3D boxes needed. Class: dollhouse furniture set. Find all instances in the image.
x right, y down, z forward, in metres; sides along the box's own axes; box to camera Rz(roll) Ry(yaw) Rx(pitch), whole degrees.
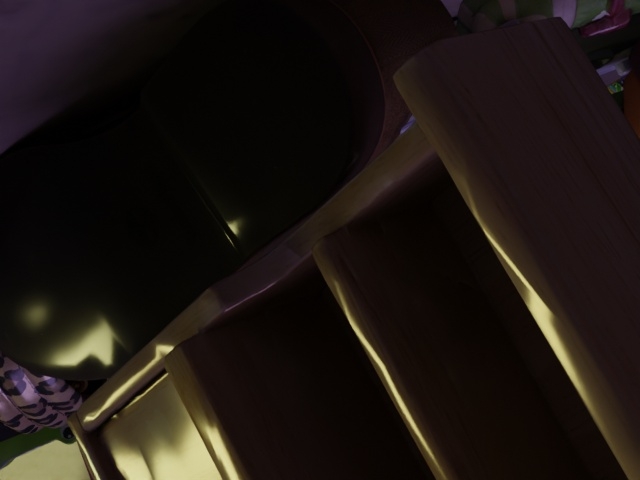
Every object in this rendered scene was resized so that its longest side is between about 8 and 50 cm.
[{"bbox_3d":[-0.089,0.112,0.301,0.394,0.362,0.256,-18,164,-42],"label":"dollhouse furniture set"}]

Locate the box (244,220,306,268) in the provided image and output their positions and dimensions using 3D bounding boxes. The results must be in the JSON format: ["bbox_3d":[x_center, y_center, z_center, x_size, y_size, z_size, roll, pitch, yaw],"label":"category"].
[{"bbox_3d":[0.000,0.000,0.618,0.102,0.087,0.101,-34,138,18],"label":"box"}]

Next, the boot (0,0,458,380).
[{"bbox_3d":[-0.059,-0.021,0.555,0.305,0.112,0.115,-28,-177,42],"label":"boot"}]

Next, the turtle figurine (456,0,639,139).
[{"bbox_3d":[0.139,-0.020,0.541,0.197,0.275,0.266,12,145,-5],"label":"turtle figurine"}]

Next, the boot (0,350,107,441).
[{"bbox_3d":[-0.299,0.116,0.907,0.284,0.138,0.377,-21,170,-1],"label":"boot"}]

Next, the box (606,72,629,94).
[{"bbox_3d":[0.285,-0.037,0.815,0.290,0.177,0.279,-19,174,-27],"label":"box"}]

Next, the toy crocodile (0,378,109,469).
[{"bbox_3d":[-0.155,0.087,1.067,0.340,0.105,0.115,-41,180,-14],"label":"toy crocodile"}]

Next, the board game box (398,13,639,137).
[{"bbox_3d":[0.157,-0.108,0.819,0.390,0.050,0.390,-21,176,4],"label":"board game box"}]

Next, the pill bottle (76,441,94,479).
[{"bbox_3d":[-0.147,0.188,1.211,0.181,0.323,0.181,-21,176,-2],"label":"pill bottle"}]
